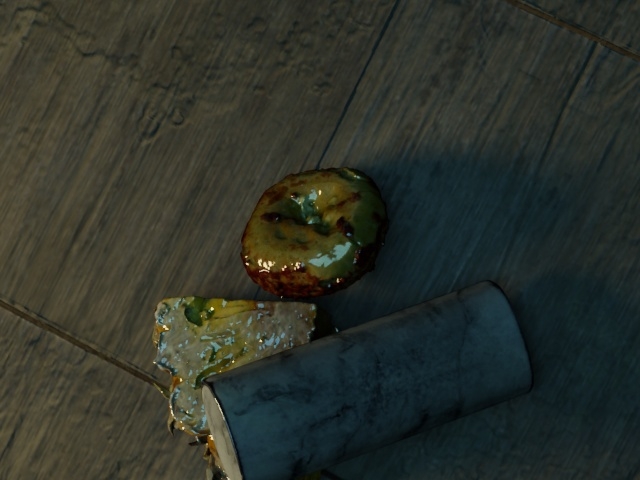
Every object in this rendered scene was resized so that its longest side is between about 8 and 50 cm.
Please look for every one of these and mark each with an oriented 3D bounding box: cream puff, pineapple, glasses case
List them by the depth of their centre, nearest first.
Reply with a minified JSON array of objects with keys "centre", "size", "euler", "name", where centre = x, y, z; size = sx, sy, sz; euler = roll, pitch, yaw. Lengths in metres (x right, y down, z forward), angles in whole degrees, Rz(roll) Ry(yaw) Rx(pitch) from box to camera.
[{"centre":[0.045,0.131,1.646],"size":[0.299,0.060,0.114],"euler":[-18,89,-21],"name":"glasses case"},{"centre":[0.000,0.000,1.712],"size":[0.149,0.084,0.149],"euler":[-15,45,15],"name":"cream puff"},{"centre":[-0.063,0.130,1.716],"size":[0.186,0.114,0.236],"euler":[-35,79,5],"name":"pineapple"}]
